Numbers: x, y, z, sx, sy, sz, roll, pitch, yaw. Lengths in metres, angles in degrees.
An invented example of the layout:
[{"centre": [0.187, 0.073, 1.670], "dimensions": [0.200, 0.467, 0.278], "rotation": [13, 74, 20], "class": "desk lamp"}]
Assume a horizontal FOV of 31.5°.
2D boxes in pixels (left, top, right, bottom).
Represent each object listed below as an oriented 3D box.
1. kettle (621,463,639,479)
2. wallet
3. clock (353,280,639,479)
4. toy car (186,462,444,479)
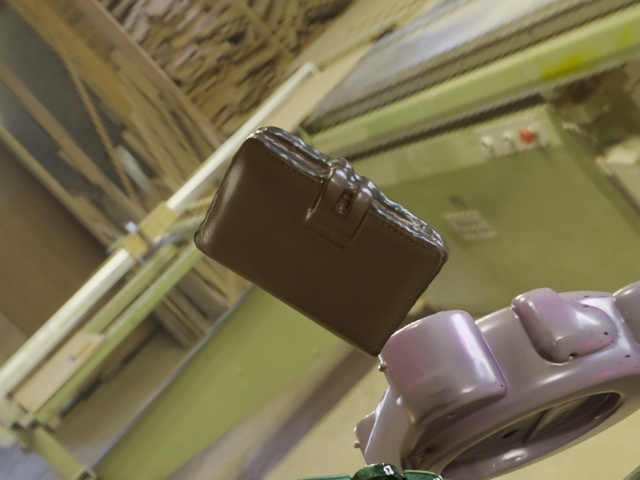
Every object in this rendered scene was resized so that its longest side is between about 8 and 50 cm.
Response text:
[{"centre": [0.363, 0.443, 1.201], "dimensions": [0.376, 0.361, 0.250], "rotation": [-41, 9, -9], "class": "kettle"}, {"centre": [0.000, 0.000, 0.749], "dimensions": [0.118, 0.152, 0.039], "rotation": [-56, -1, 37], "class": "wallet"}, {"centre": [0.206, 0.152, 1.170], "dimensions": [0.322, 0.113, 0.295], "rotation": [-16, -27, -14], "class": "clock"}, {"centre": [-0.016, 0.213, 0.770], "dimensions": [0.076, 0.224, 0.090], "rotation": [101, 163, -52], "class": "toy car"}]
